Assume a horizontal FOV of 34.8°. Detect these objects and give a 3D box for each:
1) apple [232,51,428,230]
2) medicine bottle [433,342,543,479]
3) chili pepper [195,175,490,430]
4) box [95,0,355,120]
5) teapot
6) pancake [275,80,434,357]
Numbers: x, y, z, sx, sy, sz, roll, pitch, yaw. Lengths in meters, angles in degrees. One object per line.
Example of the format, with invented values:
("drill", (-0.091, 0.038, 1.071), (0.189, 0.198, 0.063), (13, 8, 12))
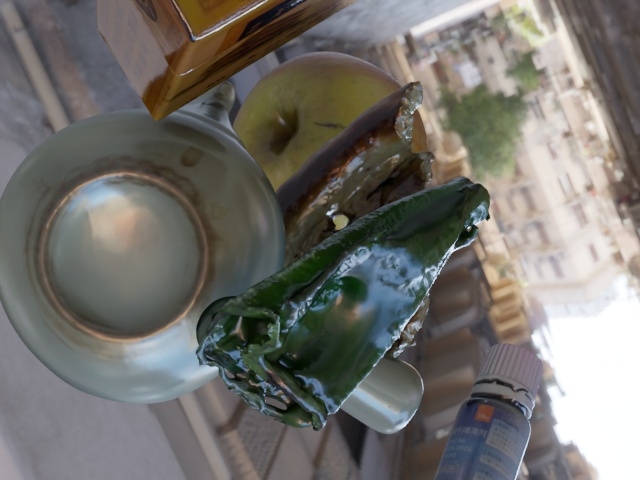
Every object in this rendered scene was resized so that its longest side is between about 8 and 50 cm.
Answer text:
("apple", (0.015, -0.109, 1.365), (0.286, 0.286, 0.233), (-19, 147, 34))
("medicine bottle", (0.187, 0.211, 1.119), (0.083, 0.083, 0.203), (-15, -142, 48))
("chili pepper", (0.025, 0.032, 0.637), (0.216, 0.108, 0.062), (-33, -142, -16))
("box", (-0.022, -0.145, 0.505), (0.174, 0.076, 0.274), (-34, -173, -10))
("teapot", (-0.089, 0.051, 0.744), (0.220, 0.318, 0.149), (-33, -179, 2))
("pancake", (0.001, 0.000, 0.894), (0.212, 0.258, 0.056), (-9, 155, 34))
